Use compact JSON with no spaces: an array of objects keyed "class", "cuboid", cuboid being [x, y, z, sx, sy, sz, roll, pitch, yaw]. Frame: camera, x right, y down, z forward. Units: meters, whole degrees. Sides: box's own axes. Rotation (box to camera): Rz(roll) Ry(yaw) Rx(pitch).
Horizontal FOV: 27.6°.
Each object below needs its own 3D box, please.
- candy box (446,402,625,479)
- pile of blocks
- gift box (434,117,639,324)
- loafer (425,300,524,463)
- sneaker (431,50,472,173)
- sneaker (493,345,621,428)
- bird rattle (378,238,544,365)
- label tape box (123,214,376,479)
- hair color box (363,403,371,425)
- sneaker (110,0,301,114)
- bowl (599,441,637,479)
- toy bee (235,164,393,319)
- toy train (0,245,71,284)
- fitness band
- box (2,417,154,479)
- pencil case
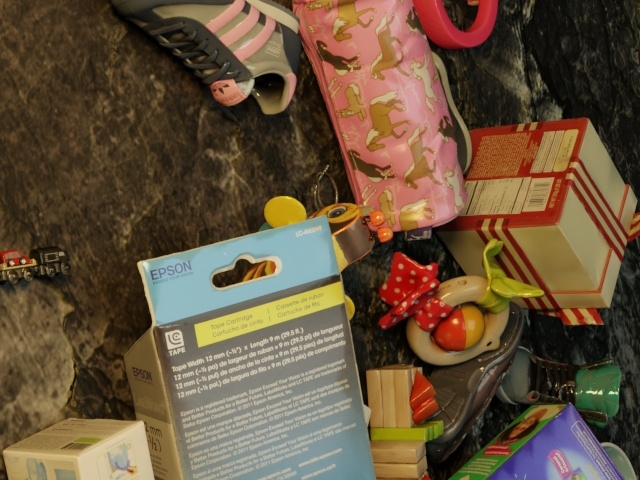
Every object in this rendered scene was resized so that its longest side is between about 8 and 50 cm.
[{"class":"candy box","cuboid":[0.313,0.441,1.946,0.317,0.122,0.268,-37,95,-25]},{"class":"pile of blocks","cuboid":[0.128,0.341,1.838,0.149,0.113,0.362,44,48,-56]},{"class":"gift box","cuboid":[0.373,-0.021,2.107,0.258,0.276,0.255,51,54,-41]},{"class":"loafer","cuboid":[0.230,0.219,2.047,0.302,0.109,0.095,-51,147,-35]},{"class":"sneaker","cuboid":[0.151,-0.170,1.986,0.118,0.083,0.222,-43,126,-29]},{"class":"sneaker","cuboid":[0.418,0.249,2.217,0.295,0.178,0.123,25,67,-50]},{"class":"bird rattle","cuboid":[0.203,0.111,1.940,0.254,0.143,0.207,-19,132,-22]},{"class":"label tape box","cuboid":[-0.088,0.163,1.521,0.249,0.115,0.347,-15,99,-30]},{"class":"hair color box","cuboid":[-0.004,0.238,1.745,0.167,0.053,0.093,41,57,-46]},{"class":"sneaker","cuboid":[-0.126,-0.234,1.564,0.319,0.112,0.131,8,78,-52]},{"class":"bowl","cuboid":[0.413,0.494,2.205,0.311,0.163,0.311,4,85,-54]},{"class":"toy bee","cuboid":[0.000,0.000,1.679,0.195,0.162,0.298,43,54,-42]},{"class":"toy train","cuboid":[-0.320,0.027,1.347,0.158,0.027,0.036,-10,92,-54]},{"class":"fitness band","cuboid":[0.207,-0.452,2.096,0.209,0.054,0.290,-20,102,-50]},{"class":"box","cuboid":[-0.239,0.299,1.362,0.103,0.114,0.203,-23,106,-54]},{"class":"pencil case","cuboid":[0.083,-0.194,1.811,0.167,0.160,0.386,-46,124,-54]}]
